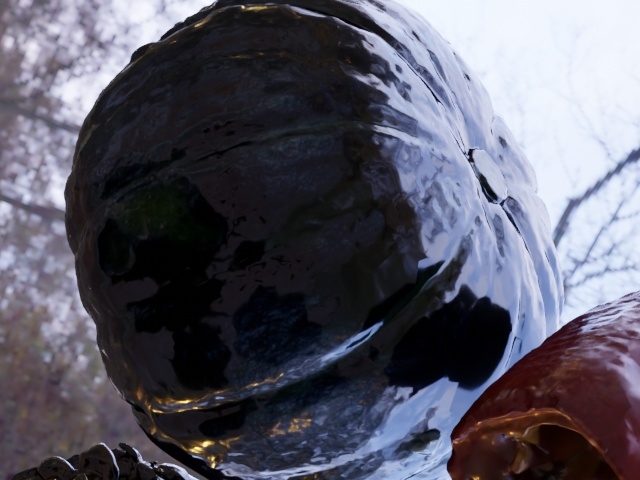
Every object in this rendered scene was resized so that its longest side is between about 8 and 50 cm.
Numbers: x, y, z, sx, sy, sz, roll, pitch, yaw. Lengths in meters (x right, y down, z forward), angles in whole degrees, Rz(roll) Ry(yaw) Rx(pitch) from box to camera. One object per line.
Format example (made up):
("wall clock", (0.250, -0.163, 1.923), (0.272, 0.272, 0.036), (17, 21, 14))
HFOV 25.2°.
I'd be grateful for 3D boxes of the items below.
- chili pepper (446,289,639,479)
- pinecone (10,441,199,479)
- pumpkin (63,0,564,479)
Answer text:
("chili pepper", (0.215, 0.083, 0.839), (0.131, 0.338, 0.134), (53, -49, 16))
("pinecone", (-0.167, 0.277, 1.149), (0.244, 0.257, 0.243), (9, -76, 43))
("pumpkin", (0.000, 0.000, 0.963), (0.266, 0.363, 0.363), (-25, -129, 30))
